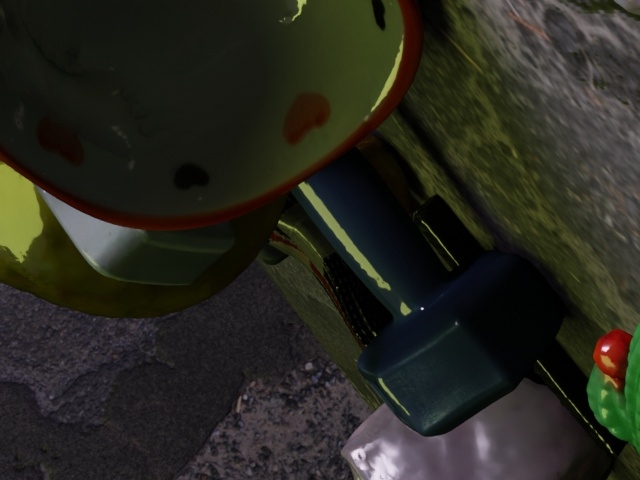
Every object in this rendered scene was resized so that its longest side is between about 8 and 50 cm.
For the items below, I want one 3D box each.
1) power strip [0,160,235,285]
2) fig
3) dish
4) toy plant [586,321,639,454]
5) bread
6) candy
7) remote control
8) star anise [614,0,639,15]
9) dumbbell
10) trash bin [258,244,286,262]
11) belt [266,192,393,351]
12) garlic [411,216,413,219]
[{"bbox_3d":[-0.179,-0.086,0.968,0.265,0.059,0.193,53,-160,21],"label":"power strip"},{"bbox_3d":[-0.179,-0.117,1.246,0.343,0.343,0.343,50,173,8],"label":"fig"},{"bbox_3d":[-0.079,-0.132,0.835,0.256,0.256,0.117,59,-168,-49],"label":"dish"},{"bbox_3d":[0.199,0.077,0.682,0.154,0.088,0.240,38,160,11],"label":"toy plant"},{"bbox_3d":[0.043,-0.044,1.202,0.081,0.046,0.083,58,170,-6],"label":"bread"},{"bbox_3d":[0.129,0.190,1.292,0.185,0.195,0.137,44,173,28],"label":"candy"},{"bbox_3d":[0.154,0.068,1.173,0.245,0.025,0.063,51,174,0],"label":"remote control"},{"bbox_3d":[0.098,-0.108,0.372,0.262,0.081,0.230,49,-176,1],"label":"star anise"},{"bbox_3d":[0.028,-0.018,1.063,0.316,0.156,0.143,52,144,-7],"label":"dumbbell"},{"bbox_3d":[-0.076,-0.059,1.735,0.177,0.101,0.236,49,175,4],"label":"trash bin"},{"bbox_3d":[0.000,0.000,1.496,0.359,0.126,0.094,43,162,18],"label":"belt"},{"bbox_3d":[0.050,-0.020,1.271,0.041,0.053,0.083,55,171,-22],"label":"garlic"}]
